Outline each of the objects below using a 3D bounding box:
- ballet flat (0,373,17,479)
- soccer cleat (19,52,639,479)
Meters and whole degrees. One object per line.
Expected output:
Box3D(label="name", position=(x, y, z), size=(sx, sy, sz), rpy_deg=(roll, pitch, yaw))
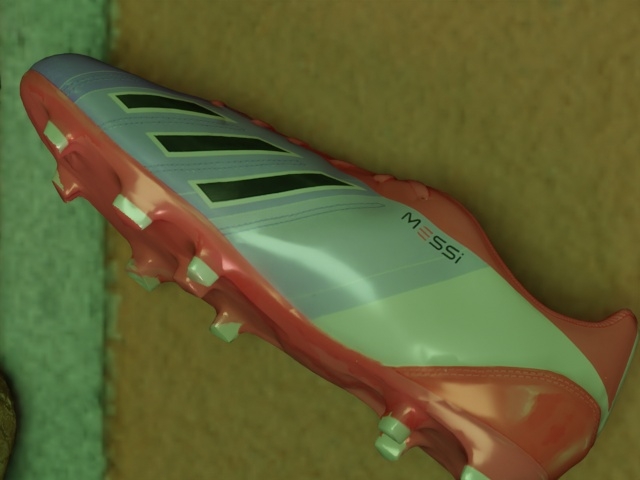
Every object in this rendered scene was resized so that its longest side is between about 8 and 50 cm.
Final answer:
Box3D(label="ballet flat", position=(-0.168, 0.146, 0.658), size=(0.073, 0.067, 0.206), rpy_deg=(8, 97, 10))
Box3D(label="soccer cleat", position=(0.000, 0.000, 0.616), size=(0.248, 0.083, 0.095), rpy_deg=(37, 72, 10))
